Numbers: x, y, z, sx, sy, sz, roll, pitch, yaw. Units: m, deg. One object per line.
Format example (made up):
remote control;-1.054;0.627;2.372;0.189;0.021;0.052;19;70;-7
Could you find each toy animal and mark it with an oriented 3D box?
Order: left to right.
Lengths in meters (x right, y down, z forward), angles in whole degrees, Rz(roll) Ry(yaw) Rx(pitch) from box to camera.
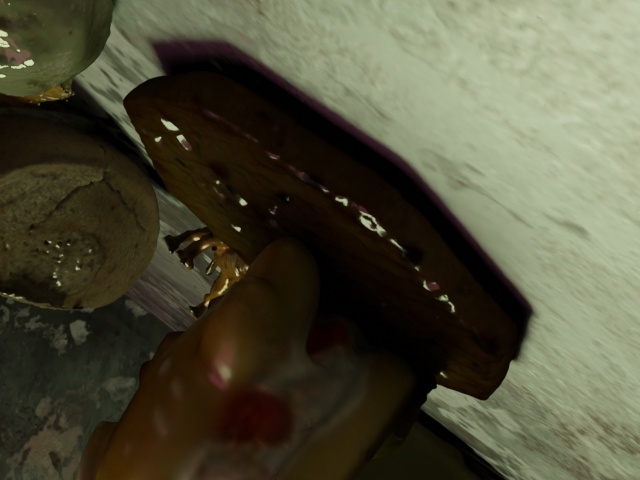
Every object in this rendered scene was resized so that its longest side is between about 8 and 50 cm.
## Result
toy animal;-0.090;0.021;1.059;0.114;0.116;0.255;67;166;-12

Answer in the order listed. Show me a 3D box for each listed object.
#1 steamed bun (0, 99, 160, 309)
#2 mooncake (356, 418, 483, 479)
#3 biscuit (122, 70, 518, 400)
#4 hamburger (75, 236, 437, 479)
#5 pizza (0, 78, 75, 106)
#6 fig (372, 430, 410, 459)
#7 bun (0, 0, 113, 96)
steamed bun;-0.324;-0.071;1.137;0.251;0.199;0.301;47;-165;31
mooncake;0.108;0.323;1.355;0.284;0.155;0.284;39;169;9
biscuit;0.001;0.000;0.777;0.359;0.046;0.359;36;166;11
hamburger;-0.057;0.142;0.790;0.186;0.261;0.302;42;147;3
pizza;-0.290;-0.185;0.949;0.147;0.069;0.226;14;165;11
fig;0.037;0.135;1.077;0.151;0.151;0.259;39;-165;4
bun;-0.250;-0.181;0.687;0.231;0.133;0.231;39;166;11
